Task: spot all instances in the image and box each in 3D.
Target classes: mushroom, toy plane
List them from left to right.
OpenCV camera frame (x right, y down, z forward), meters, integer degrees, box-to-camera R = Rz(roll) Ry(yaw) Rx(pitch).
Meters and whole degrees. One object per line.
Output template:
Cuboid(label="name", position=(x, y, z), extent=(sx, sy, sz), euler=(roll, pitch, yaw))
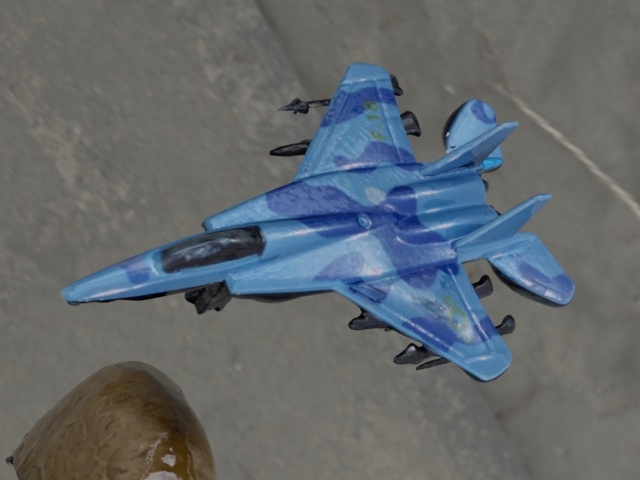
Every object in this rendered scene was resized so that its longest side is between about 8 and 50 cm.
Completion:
Cuboid(label="mushroom", position=(-0.105, 0.109, 0.882), extent=(0.072, 0.210, 0.094), euler=(40, 87, -20))
Cuboid(label="toy plane", position=(-0.003, 0.003, 0.789), extent=(0.246, 0.169, 0.078), euler=(-16, 161, -20))
